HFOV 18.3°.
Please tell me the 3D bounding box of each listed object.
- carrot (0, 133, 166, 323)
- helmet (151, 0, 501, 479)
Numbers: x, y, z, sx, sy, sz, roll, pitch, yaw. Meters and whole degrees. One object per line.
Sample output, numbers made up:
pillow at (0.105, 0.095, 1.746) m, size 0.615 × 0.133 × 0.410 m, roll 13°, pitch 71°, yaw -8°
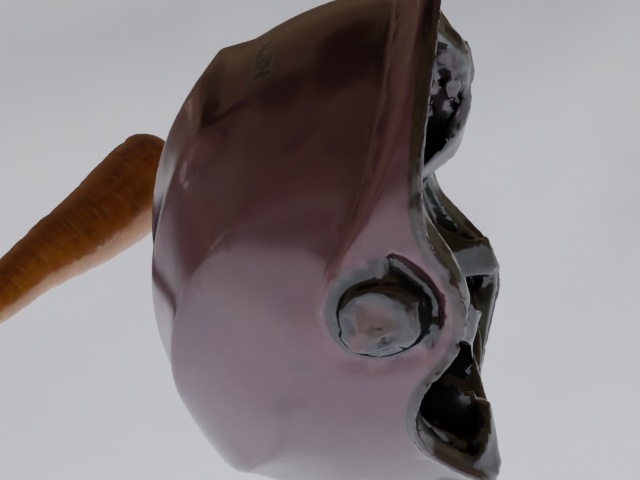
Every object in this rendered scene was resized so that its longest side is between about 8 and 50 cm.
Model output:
carrot at (-0.170, 0.010, 1.290) m, size 0.061 × 0.061 × 0.256 m, roll 8°, pitch -138°, yaw 47°
helmet at (0.000, 0.000, 1.137) m, size 0.197 × 0.338 × 0.271 m, roll -5°, pitch -143°, yaw 11°
